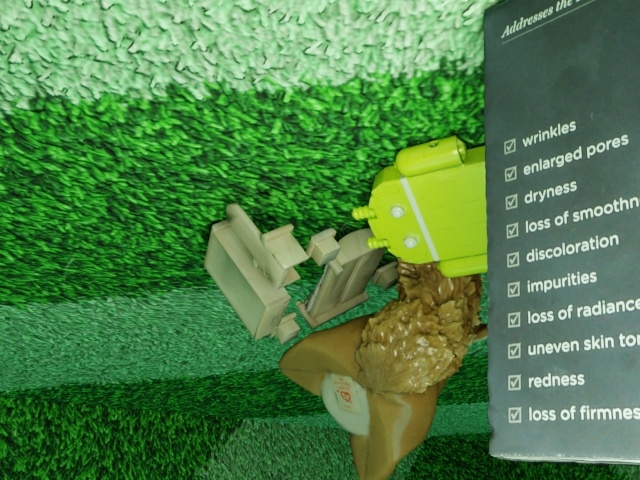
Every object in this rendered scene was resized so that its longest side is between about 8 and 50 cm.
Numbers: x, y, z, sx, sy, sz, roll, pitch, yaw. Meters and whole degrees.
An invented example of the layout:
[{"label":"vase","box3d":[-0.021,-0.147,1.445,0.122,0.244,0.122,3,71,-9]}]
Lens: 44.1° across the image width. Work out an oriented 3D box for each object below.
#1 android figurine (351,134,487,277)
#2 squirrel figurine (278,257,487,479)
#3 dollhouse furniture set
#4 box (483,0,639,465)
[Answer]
[{"label":"android figurine","box3d":[0.184,-0.045,1.167,0.273,0.056,0.248,-10,129,20]},{"label":"squirrel figurine","box3d":[0.182,0.172,1.402,0.370,0.281,0.397,-28,159,-39]},{"label":"dollhouse furniture set","box3d":[0.000,0.000,1.359,0.356,0.173,0.303,-25,155,-31]},{"label":"box","box3d":[0.413,-0.041,0.694,0.298,0.471,0.480,12,162,-37]}]
